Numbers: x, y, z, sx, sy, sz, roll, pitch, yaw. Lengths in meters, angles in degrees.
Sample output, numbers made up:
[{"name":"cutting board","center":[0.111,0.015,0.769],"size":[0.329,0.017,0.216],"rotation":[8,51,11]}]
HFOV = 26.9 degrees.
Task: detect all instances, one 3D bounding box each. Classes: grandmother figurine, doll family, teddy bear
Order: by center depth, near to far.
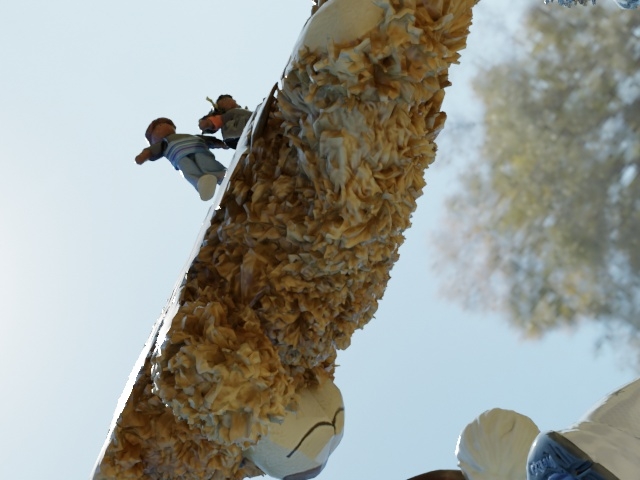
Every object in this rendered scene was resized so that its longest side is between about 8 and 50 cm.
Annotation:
[{"name":"teddy bear","center":[0.000,0.000,0.640],"size":[0.113,0.338,0.245],"rotation":[24,-168,-5]},{"name":"doll family","center":[-0.055,-0.080,1.071],"size":[0.193,0.076,0.111],"rotation":[2,-149,-38]},{"name":"grandmother figurine","center":[0.139,0.309,1.469],"size":[0.207,0.342,0.104],"rotation":[9,-139,-22]}]

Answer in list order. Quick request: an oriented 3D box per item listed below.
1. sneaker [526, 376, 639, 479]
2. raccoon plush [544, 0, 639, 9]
[{"name":"sneaker","center":[0.257,0.179,0.725],"size":[0.297,0.111,0.129],"rotation":[43,-123,17]},{"name":"raccoon plush","center":[0.204,-0.226,0.888],"size":[0.299,0.216,0.446],"rotation":[6,-160,-28]}]
